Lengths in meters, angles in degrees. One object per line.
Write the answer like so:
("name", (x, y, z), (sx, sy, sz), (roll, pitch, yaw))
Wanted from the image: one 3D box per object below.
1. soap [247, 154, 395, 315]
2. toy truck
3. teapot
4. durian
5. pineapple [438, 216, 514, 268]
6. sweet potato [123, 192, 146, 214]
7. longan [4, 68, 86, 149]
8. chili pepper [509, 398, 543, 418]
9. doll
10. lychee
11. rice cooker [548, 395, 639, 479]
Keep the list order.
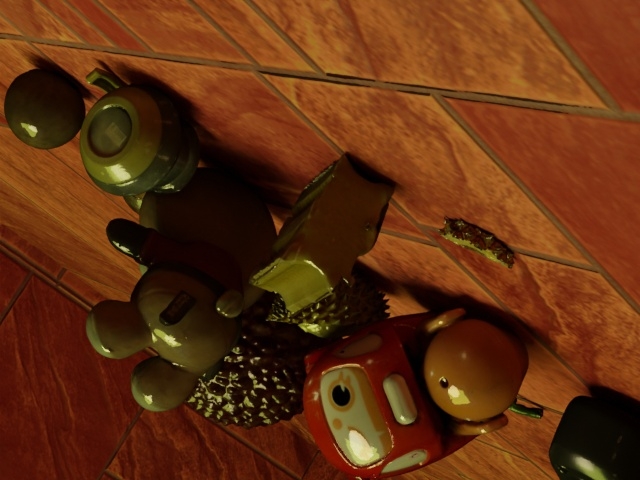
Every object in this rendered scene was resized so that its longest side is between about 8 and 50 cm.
("soap", (-0.001, -0.001, 1.450), (0.076, 0.135, 0.233), (33, 167, -7))
("toy truck", (0.116, 0.180, 1.647), (0.239, 0.264, 0.189), (133, 115, -79))
("teapot", (-0.213, -0.124, 1.553), (0.119, 0.130, 0.166), (23, -146, -61))
("durian", (0.025, 0.072, 1.796), (0.146, 0.102, 0.208), (8, -175, 20))
("pineapple", (0.156, 0.001, 1.355), (0.083, 0.019, 0.045), (28, 173, 13))
("sweet potato", (-0.204, -0.056, 1.812), (0.112, 0.085, 0.286), (39, 173, 34))
("longan", (-0.350, -0.171, 1.728), (0.106, 0.106, 0.119), (44, -159, -45))
("chili pepper", (0.278, 0.232, 1.937), (0.083, 0.027, 0.022), (27, 159, 20))
("doll", (-0.150, 0.038, 1.617), (0.174, 0.330, 0.235), (-26, 119, 28))
("lychee", (-0.111, 0.146, 2.011), (0.300, 0.264, 0.264), (9, 163, 10))
("rice cooker", (0.359, 0.269, 1.674), (0.142, 0.118, 0.203), (21, 160, 38))
